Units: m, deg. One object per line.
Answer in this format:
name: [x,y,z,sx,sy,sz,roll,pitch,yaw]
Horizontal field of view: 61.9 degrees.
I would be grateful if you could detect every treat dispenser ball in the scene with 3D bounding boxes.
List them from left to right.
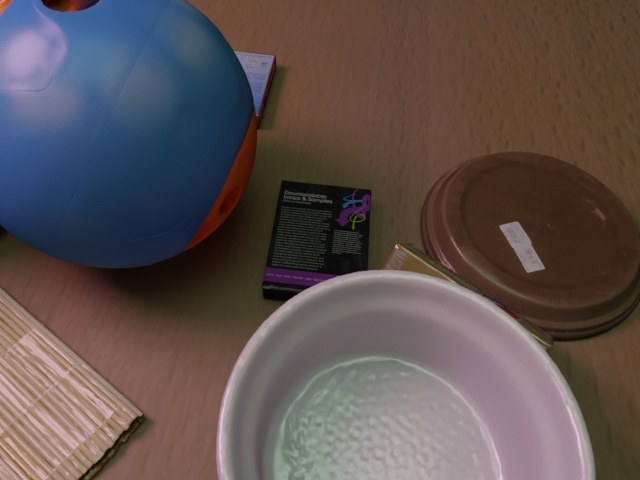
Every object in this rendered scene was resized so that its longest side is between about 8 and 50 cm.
treat dispenser ball: [-0.208,-0.115,0.546,0.288,0.288,0.288,2,54,-2]

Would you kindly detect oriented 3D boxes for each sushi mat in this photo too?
sushi mat: [-0.336,0.135,0.521,0.316,0.019,0.151,32,58,19]

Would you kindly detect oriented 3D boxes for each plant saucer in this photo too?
plant saucer: [0.263,-0.012,0.653,0.277,0.041,0.278,2,55,-3]

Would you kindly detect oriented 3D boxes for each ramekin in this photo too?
ramekin: [0.060,0.176,0.445,0.277,0.135,0.277,1,53,-2]

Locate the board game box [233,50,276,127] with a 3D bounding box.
board game box: [-0.216,-0.240,0.796,0.281,0.027,0.145,8,53,2]

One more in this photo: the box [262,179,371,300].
box: [0.000,0.000,0.634,0.116,0.029,0.162,7,55,0]

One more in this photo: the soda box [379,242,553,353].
soda box: [0.145,0.074,0.557,0.181,0.061,0.058,36,104,20]
